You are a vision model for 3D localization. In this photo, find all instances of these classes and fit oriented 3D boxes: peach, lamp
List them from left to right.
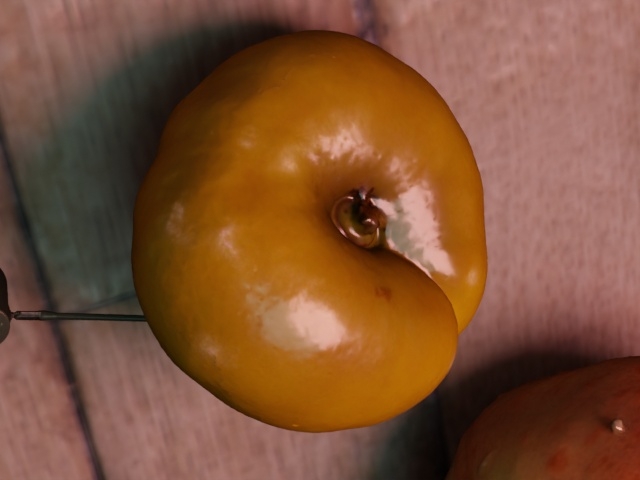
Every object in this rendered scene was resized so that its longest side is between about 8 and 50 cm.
[{"bbox_3d":[-0.109,0.029,0.797,0.121,0.054,0.041,-5,117,-18],"label":"lamp"},{"bbox_3d":[0.000,0.000,0.769,0.179,0.103,0.179,7,80,-42],"label":"peach"},{"bbox_3d":[0.162,0.159,0.897,0.232,0.232,0.232,-8,118,-16],"label":"peach"}]
